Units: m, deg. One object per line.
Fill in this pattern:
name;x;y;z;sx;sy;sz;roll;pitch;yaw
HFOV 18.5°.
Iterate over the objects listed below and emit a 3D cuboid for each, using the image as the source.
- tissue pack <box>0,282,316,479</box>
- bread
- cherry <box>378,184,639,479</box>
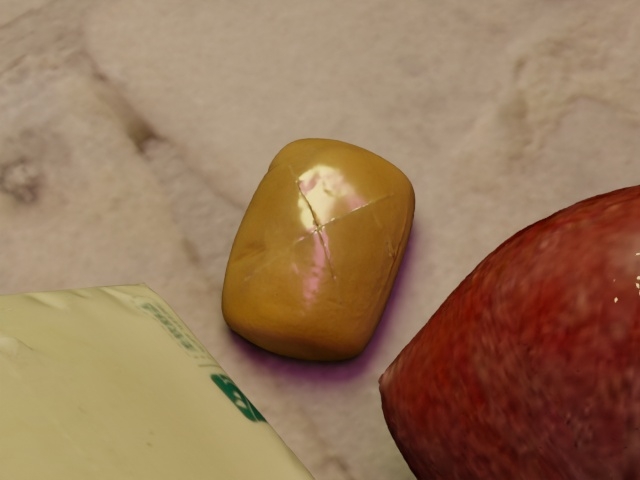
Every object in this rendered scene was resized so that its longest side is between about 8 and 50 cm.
tissue pack;-0.085;0.211;0.705;0.380;0.207;0.297;49;26;18
bread;0.000;0.000;0.952;0.082;0.056;0.115;21;64;9
cherry;0.159;0.076;0.836;0.206;0.239;0.239;-31;68;-24
